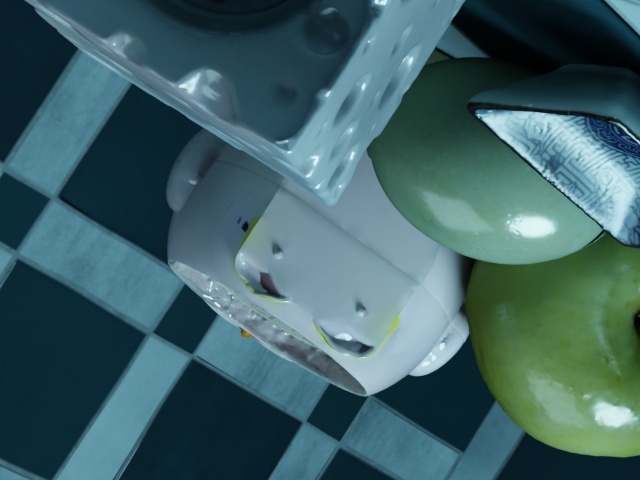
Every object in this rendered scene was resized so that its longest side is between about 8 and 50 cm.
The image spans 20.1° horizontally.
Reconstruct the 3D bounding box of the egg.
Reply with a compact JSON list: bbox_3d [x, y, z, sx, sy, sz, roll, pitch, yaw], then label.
[{"bbox_3d":[0.161,-0.076,1.694,0.253,0.186,0.186,26,177,3],"label":"egg"}]

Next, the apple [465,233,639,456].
[{"bbox_3d":[0.289,0.076,1.851,0.292,0.292,0.254,34,168,-21],"label":"apple"}]

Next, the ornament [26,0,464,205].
[{"bbox_3d":[-0.040,-0.199,1.272,0.240,0.239,0.240,32,178,11],"label":"ornament"}]

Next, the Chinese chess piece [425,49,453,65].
[{"bbox_3d":[0.137,-0.122,2.003,0.270,0.112,0.270,32,177,2],"label":"Chinese chess piece"}]

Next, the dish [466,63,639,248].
[{"bbox_3d":[0.265,-0.076,1.524,0.243,0.080,0.182,38,163,-34],"label":"dish"}]

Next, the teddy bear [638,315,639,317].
[{"bbox_3d":[0.327,0.029,2.113,0.256,0.156,0.267,29,-150,-38],"label":"teddy bear"}]

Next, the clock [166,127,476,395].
[{"bbox_3d":[0.000,0.000,1.995,0.368,0.250,0.377,35,169,-7],"label":"clock"}]
